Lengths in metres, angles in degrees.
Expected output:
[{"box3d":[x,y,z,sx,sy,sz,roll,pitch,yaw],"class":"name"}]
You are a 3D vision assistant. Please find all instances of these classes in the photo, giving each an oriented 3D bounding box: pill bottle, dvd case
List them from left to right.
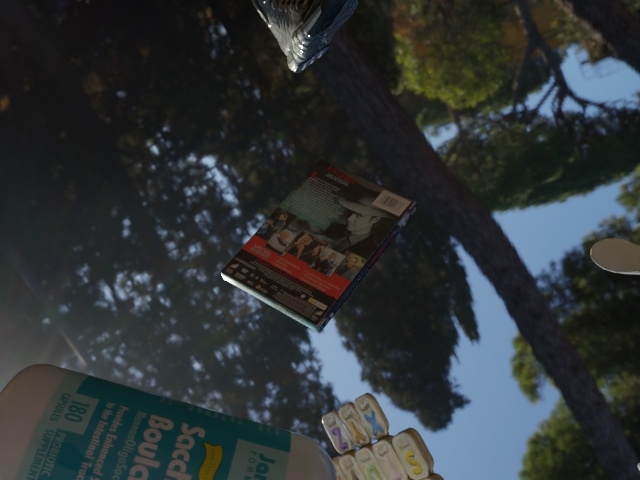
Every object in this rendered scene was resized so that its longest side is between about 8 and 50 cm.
[{"box3d":[-0.087,0.182,0.559,0.264,0.146,0.146,16,-153,-3],"class":"pill bottle"},{"box3d":[0.000,0.000,0.602,0.087,0.013,0.119,26,-116,27],"class":"dvd case"}]

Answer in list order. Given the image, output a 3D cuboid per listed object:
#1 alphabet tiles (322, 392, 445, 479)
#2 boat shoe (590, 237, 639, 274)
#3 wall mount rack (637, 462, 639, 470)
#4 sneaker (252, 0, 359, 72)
[{"box3d":[0.097,0.373,1.293,0.021,0.278,0.284,-22,169,-34],"class":"alphabet tiles"},{"box3d":[0.596,0.035,1.586,0.184,0.063,0.066,1,-104,37],"class":"boat shoe"},{"box3d":[0.710,0.385,1.391,0.350,0.304,0.130,-55,174,9],"class":"wall mount rack"},{"box3d":[-0.036,-0.302,1.080,0.086,0.132,0.228,-39,-178,-17],"class":"sneaker"}]
